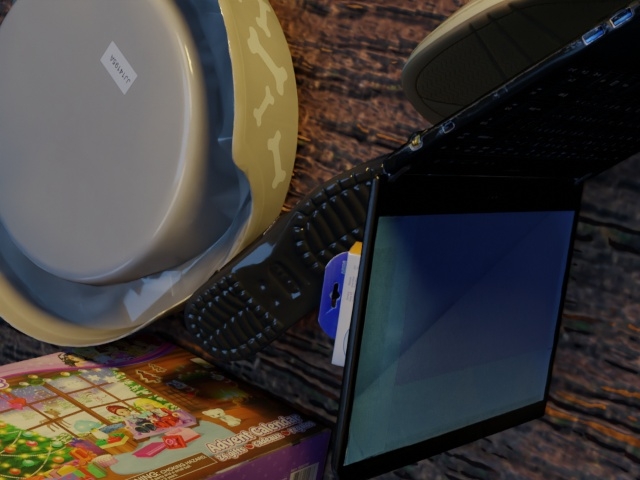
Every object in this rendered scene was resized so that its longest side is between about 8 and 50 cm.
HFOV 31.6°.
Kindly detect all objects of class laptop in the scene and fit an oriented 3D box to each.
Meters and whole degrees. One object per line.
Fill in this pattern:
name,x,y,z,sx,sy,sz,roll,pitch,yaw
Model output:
laptop,0.143,0.002,0.580,0.264,0.234,0.136,-31,74,33

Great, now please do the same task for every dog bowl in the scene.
dog bowl,-0.164,-0.093,0.893,0.349,0.102,0.348,2,93,37

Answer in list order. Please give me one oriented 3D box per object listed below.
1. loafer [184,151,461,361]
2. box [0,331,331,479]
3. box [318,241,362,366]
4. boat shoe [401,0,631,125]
loafer,0.000,0.000,0.786,0.220,0.078,0.080,-30,103,18
box,-0.161,0.146,0.777,0.201,0.293,0.057,22,110,34
box,0.064,0.051,0.730,0.136,0.028,0.081,11,109,9
boat shoe,0.180,-0.152,0.642,0.302,0.109,0.098,-27,36,35
